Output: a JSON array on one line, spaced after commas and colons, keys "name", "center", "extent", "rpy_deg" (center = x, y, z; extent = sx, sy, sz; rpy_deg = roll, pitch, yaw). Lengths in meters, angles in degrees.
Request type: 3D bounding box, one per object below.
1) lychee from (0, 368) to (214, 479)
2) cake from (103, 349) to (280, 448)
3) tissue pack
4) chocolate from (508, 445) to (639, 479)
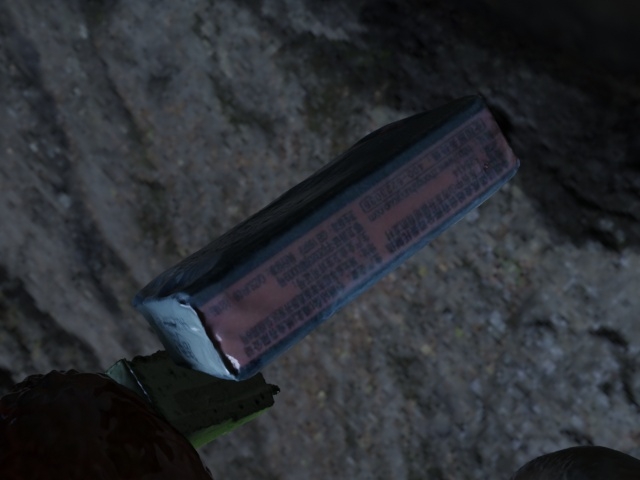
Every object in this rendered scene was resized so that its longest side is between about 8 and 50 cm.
[{"name": "lychee", "center": [-0.206, 0.264, 1.086], "extent": [0.255, 0.300, 0.255], "rpy_deg": [1, 173, 0]}, {"name": "cake", "center": [-0.147, 0.171, 1.298], "extent": [0.100, 0.099, 0.235], "rpy_deg": [56, -157, 13]}, {"name": "tissue pack", "center": [0.000, 0.000, 1.093], "extent": [0.103, 0.316, 0.228], "rpy_deg": [57, 162, -7]}, {"name": "chocolate", "center": [0.270, 0.229, 1.061], "extent": [0.157, 0.080, 0.254], "rpy_deg": [24, 175, -8]}]
